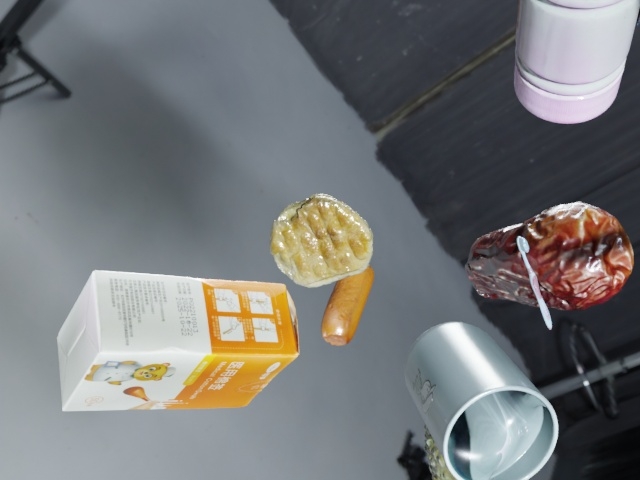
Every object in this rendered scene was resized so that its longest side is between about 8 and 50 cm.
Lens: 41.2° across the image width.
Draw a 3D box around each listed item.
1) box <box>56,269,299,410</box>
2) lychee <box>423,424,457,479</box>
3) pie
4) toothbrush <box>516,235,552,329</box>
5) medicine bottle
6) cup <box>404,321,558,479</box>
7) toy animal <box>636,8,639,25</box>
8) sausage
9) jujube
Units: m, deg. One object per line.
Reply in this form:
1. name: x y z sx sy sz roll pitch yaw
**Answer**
1. box: -0.232 0.171 1.397 0.341 0.225 0.144 5 55 -31
2. lychee: 0.331 0.439 1.818 0.274 0.255 0.255 51 34 15
3. pie: 0.000 0.000 1.558 0.195 0.195 0.046 46 26 -16
4. toothbrush: 0.367 0.075 1.452 0.013 0.019 0.193 -34 116 -22
5. medicine bottle: 0.448 -0.380 1.504 0.316 0.202 0.202 77 6 -58
6. cup: 0.278 0.289 1.576 0.205 0.205 0.312 41 7 -21
7. toy animal: 0.559 -0.512 1.570 0.116 0.179 0.219 -13 63 -29
8. sausage: 0.057 0.122 1.732 0.076 0.076 0.198 39 56 -24
9. jujube: 0.438 0.039 1.671 0.216 0.342 0.217 9 74 -34
